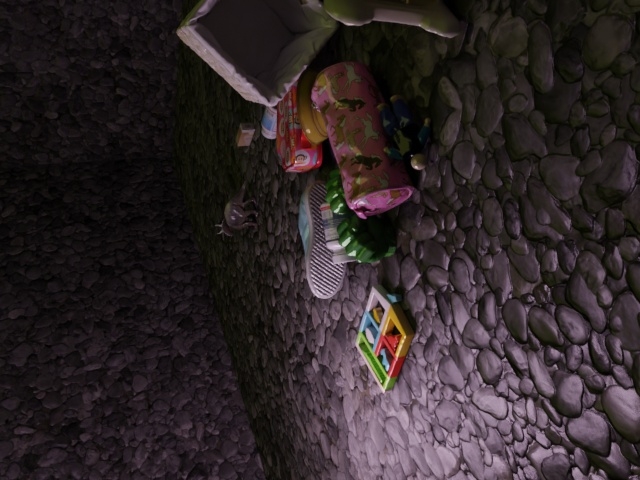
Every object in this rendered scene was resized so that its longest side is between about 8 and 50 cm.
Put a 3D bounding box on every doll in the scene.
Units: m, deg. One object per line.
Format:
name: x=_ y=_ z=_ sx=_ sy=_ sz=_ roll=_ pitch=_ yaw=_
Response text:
doll: x=0.199 y=-0.248 z=1.299 sx=0.129 sy=0.046 sz=0.189 roll=-28 pitch=68 yaw=22

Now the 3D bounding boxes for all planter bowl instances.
planter bowl: x=0.018 y=-0.385 z=1.597 sx=0.090 sy=0.217 sz=0.217 roll=-1 pitch=98 yaw=24

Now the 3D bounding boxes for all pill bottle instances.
pill bottle: x=-0.168 y=-0.449 z=2.051 sx=0.160 sy=0.087 sz=0.087 roll=121 pitch=136 yaw=-54
pill bottle: x=0.064 y=-0.026 z=1.637 sx=0.108 sy=0.108 sz=0.180 roll=166 pitch=95 yaw=-66

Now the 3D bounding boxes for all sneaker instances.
sneaker: x=0.000 y=0.000 z=1.785 sx=0.150 sy=0.135 sz=0.366 roll=166 pitch=105 yaw=-73

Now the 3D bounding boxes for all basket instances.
basket: x=-0.193 y=-0.612 z=1.626 sx=0.331 sy=0.328 sz=0.266 roll=-52 pitch=26 yaw=-5

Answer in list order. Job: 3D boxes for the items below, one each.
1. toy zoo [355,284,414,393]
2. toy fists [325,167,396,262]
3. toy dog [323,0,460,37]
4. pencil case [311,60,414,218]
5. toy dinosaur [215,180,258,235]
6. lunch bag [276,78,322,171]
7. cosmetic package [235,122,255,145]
toy zoo: x=0.178 y=0.261 z=1.564 sx=0.192 sy=0.030 sz=0.293 roll=-122 pitch=33 yaw=-42
toy fists: x=0.102 y=-0.073 z=1.496 sx=0.096 sy=0.142 sz=0.279 roll=134 pitch=124 yaw=-60
toy dog: x=0.185 y=-0.649 z=1.046 sx=0.408 sy=0.284 sz=0.395 roll=110 pitch=162 yaw=-44
pencil case: x=0.102 y=-0.254 z=1.411 sx=0.167 sy=0.160 sz=0.386 roll=-38 pitch=63 yaw=48
toy dinosaur: x=-0.369 y=-0.122 z=2.507 sx=0.313 sy=0.160 sz=0.121 roll=109 pitch=145 yaw=-47
lunch bag: x=-0.064 y=-0.364 z=1.745 sx=0.258 sy=0.120 sz=0.293 roll=-175 pitch=83 yaw=-77
cosmetic package: x=-0.328 y=-0.461 z=2.435 sx=0.115 sy=0.060 sz=0.041 roll=122 pitch=135 yaw=-57
